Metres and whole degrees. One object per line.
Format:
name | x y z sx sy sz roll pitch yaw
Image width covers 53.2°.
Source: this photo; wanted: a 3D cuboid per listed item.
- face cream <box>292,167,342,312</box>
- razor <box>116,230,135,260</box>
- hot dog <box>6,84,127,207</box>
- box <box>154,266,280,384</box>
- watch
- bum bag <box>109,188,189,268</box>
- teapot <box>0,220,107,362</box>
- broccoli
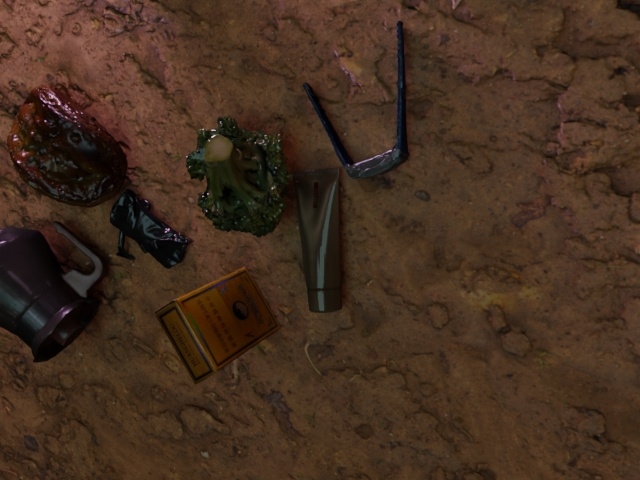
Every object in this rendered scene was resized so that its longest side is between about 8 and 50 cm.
face cream | 0.000 0.000 1.543 0.137 0.084 0.342 -1 95 36
razor | -0.561 -0.036 1.830 0.066 0.033 0.190 15 108 22
hot dog | -0.710 -0.257 1.769 0.387 0.174 0.267 40 114 13
box | -0.243 0.199 1.576 0.084 0.301 0.193 -30 88 29
watch | 0.126 -0.294 1.419 0.276 0.068 0.275 -27 85 29
bum bag | -0.479 -0.027 1.775 0.248 0.060 0.123 40 110 10
teapot | -0.834 0.136 1.892 0.361 0.305 0.376 42 88 2
broccoli | -0.190 -0.159 1.517 0.287 0.235 0.260 25 137 15
